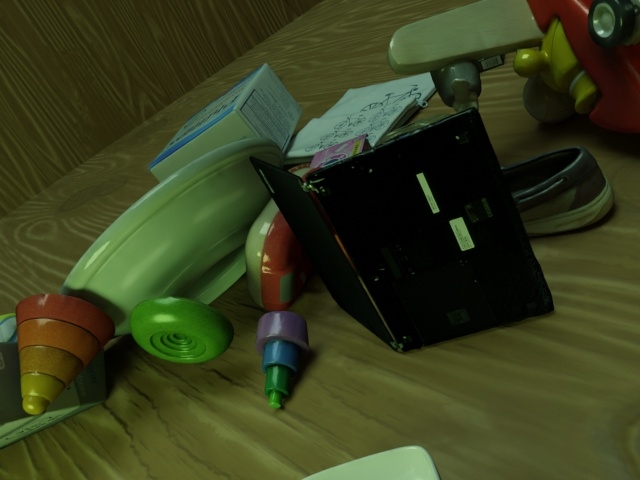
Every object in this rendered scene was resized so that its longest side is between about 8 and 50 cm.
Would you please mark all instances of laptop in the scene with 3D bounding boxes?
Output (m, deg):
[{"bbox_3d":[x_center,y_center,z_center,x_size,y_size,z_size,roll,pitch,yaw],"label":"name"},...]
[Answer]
[{"bbox_3d":[0.075,-0.013,0.657,0.264,0.234,0.137,-20,28,21],"label":"laptop"}]

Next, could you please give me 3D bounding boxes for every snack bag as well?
[{"bbox_3d":[0.088,-0.275,1.343,0.323,0.037,0.342,1,39,47],"label":"snack bag"}]

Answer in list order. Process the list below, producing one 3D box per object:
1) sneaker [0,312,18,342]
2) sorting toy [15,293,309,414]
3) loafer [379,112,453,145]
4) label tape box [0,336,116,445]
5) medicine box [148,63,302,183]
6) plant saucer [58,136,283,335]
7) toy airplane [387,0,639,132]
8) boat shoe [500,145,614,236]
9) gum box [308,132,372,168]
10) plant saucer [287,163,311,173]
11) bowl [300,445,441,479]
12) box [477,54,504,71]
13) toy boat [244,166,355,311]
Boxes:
[{"bbox_3d":[-0.440,0.144,1.006,0.126,0.091,0.240,-21,-1,-7],"label":"sneaker"},{"bbox_3d":[-0.197,0.148,0.718,0.365,0.127,0.126,1,51,5],"label":"sorting toy"},{"bbox_3d":[0.172,-0.181,1.072,0.148,0.056,0.050,-18,26,1],"label":"loafer"},{"bbox_3d":[-0.440,0.228,0.855,0.240,0.106,0.333,-26,-11,9],"label":"label tape box"},{"bbox_3d":[-0.206,-0.233,1.398,0.263,0.149,0.289,-28,24,25],"label":"medicine box"},{"bbox_3d":[-0.183,0.024,0.895,0.400,0.100,0.400,-42,-8,-8],"label":"plant saucer"},{"bbox_3d":[0.330,-0.296,0.862,0.386,0.272,0.384,18,53,19],"label":"toy airplane"},{"bbox_3d":[0.199,-0.049,0.755,0.285,0.092,0.103,-12,34,35],"label":"boat shoe"},{"bbox_3d":[0.036,-0.110,1.069,0.107,0.062,0.188,-18,28,22],"label":"gum box"},{"bbox_3d":[-0.051,-0.128,1.248,0.083,0.013,0.083,-24,26,12],"label":"plant saucer"},{"bbox_3d":[0.037,0.236,0.458,0.142,0.053,0.142,-23,26,14],"label":"bowl"},{"bbox_3d":[0.337,-0.399,1.320,0.116,0.029,0.162,-14,31,28],"label":"box"},{"bbox_3d":[0.000,0.000,0.859,0.151,0.151,0.231,14,42,14],"label":"toy boat"}]
